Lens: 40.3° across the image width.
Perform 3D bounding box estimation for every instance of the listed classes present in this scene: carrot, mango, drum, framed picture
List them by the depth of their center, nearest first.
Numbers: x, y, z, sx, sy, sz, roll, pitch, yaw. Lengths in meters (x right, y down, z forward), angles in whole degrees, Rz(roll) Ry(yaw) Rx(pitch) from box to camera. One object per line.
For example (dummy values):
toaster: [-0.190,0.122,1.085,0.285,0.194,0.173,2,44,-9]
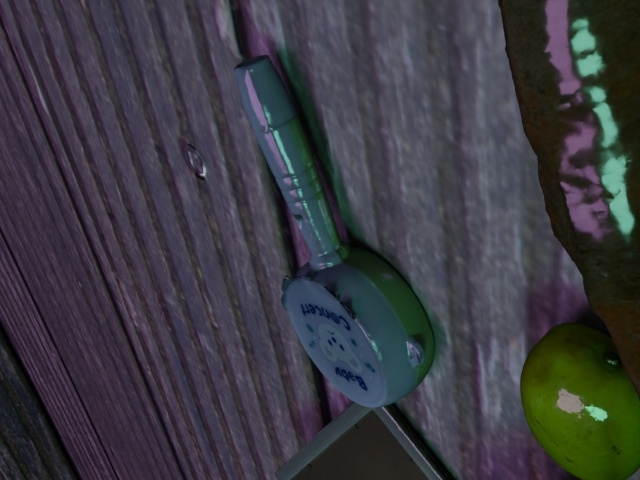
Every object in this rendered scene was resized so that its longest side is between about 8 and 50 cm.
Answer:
carrot: [0.142,0.023,0.364,0.070,0.070,0.342,11,130,55]
mango: [0.138,0.089,0.455,0.073,0.056,0.108,43,163,34]
drum: [0.013,0.007,0.576,0.130,0.049,0.253,28,142,45]
framed picture: [0.084,0.269,0.737,0.274,0.017,0.217,52,141,10]
